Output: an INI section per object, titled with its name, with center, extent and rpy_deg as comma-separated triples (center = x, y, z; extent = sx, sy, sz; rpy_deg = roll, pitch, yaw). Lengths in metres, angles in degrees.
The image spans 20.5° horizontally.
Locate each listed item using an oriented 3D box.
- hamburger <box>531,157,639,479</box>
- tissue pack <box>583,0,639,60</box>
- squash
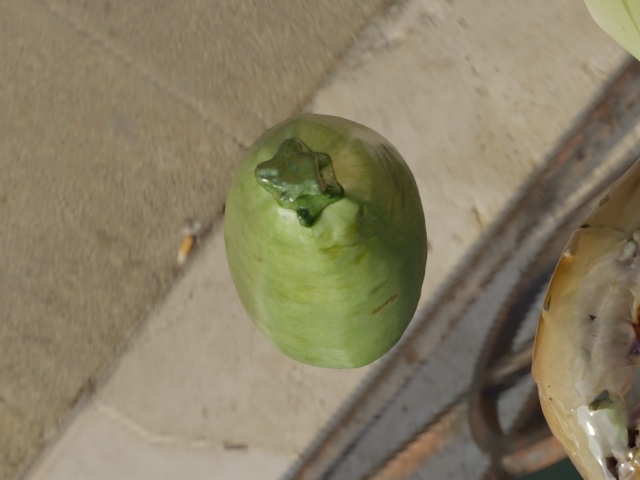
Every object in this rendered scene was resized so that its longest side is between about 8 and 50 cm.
[hamburger]
center = 0.227, 0.050, 0.857
extent = 0.286, 0.146, 0.243
rpy_deg = 7, 87, -40
[tissue pack]
center = 0.151, -0.132, 0.599
extent = 0.125, 0.159, 0.234
rpy_deg = -42, 147, -2
[squash]
center = 0.002, -0.007, 0.966
extent = 0.118, 0.370, 0.118
rpy_deg = -1, 76, 3
